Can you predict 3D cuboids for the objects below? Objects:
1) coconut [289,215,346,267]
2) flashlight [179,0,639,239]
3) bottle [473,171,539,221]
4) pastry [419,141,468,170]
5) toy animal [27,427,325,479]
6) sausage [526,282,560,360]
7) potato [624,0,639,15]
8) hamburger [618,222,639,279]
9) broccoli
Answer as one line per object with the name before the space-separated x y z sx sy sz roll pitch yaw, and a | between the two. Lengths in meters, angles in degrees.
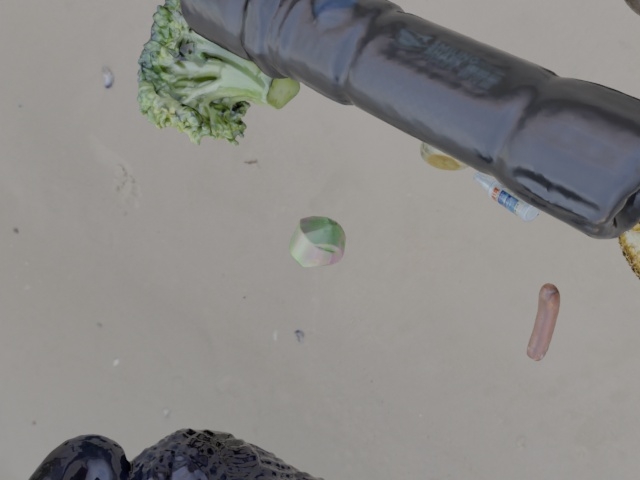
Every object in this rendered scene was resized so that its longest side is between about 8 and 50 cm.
coconut | 0.000 0.000 0.923 0.083 0.082 0.081 45 123 20
flashlight | 0.047 -0.131 0.447 0.424 0.103 0.103 36 111 31
bottle | 0.493 -0.127 1.626 0.060 0.060 0.217 -61 42 19
pastry | 0.343 -0.241 1.610 0.157 0.156 0.091 19 78 15
toy animal | -0.089 0.240 0.480 0.122 0.299 0.185 -43 53 43
sausage | 0.425 0.154 1.150 0.043 0.043 0.186 10 127 18
potato | 0.532 -0.460 0.856 0.238 0.301 0.288 -19 100 11
hamburger | 0.739 0.019 1.234 0.179 0.276 0.294 -39 77 44
broccoli | -0.147 -0.261 0.907 0.244 0.263 0.246 25 122 32
